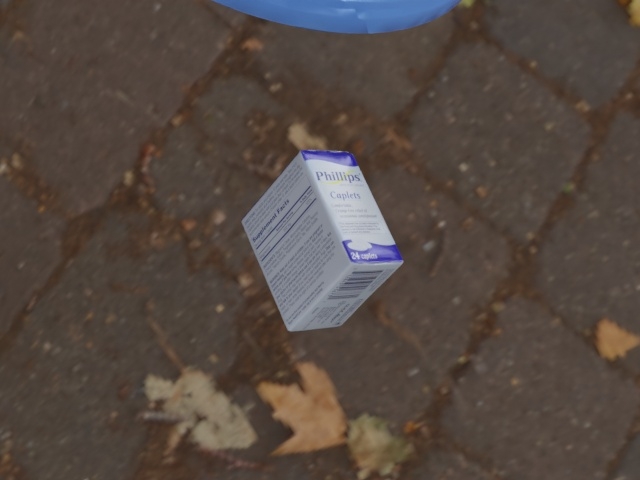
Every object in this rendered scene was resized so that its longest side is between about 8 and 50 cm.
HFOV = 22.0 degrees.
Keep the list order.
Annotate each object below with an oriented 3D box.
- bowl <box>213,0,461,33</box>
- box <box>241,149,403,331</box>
[{"bbox_3d":[-0.029,-0.329,1.335,0.391,0.077,0.391,14,45,-15],"label":"bowl"},{"bbox_3d":[0.000,0.000,1.636,0.072,0.126,0.137,-2,58,-39],"label":"box"}]
